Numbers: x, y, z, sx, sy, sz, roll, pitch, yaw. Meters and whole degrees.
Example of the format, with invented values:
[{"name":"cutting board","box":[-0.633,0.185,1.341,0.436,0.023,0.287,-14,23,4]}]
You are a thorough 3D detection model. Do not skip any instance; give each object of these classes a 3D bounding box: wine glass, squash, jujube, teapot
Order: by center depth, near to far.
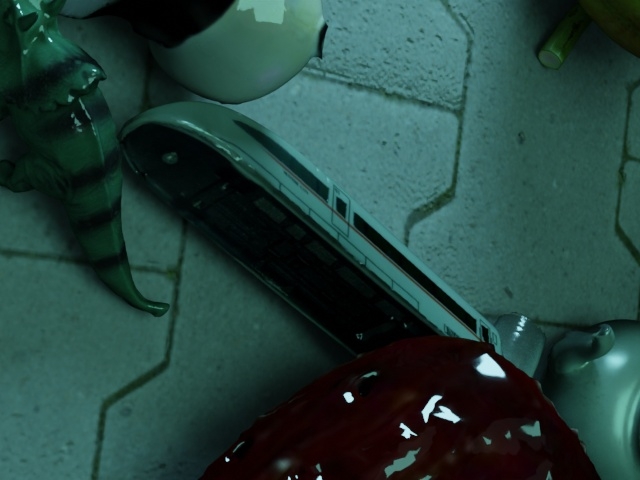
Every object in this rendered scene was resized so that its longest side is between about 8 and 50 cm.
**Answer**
[{"name":"jujube","box":[0.045,0.227,1.029,0.377,0.258,0.258,-28,108,-27]},{"name":"wine glass","box":[0.145,0.161,1.227,0.066,0.066,0.198,45,63,-30]},{"name":"teapot","box":[0.302,0.175,1.303,0.294,0.129,0.193,49,64,-28]},{"name":"squash","box":[0.245,-0.206,1.314,0.027,0.027,0.083,50,62,-27]}]

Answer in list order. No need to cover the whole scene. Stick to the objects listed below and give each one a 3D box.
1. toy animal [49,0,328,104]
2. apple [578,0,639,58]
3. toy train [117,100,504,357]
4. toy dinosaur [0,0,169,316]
[{"name":"toy animal","box":[-0.089,-0.183,0.993,0.179,0.166,0.138,39,35,-30]},{"name":"apple","box":[0.385,-0.323,1.231,0.340,0.340,0.339,-1,92,-38]},{"name":"toy train","box":[0.000,0.000,1.087,0.407,0.086,0.088,41,39,-32]},{"name":"toy dinosaur","box":[-0.191,-0.063,0.957,0.079,0.120,0.292,-43,140,-41]}]
